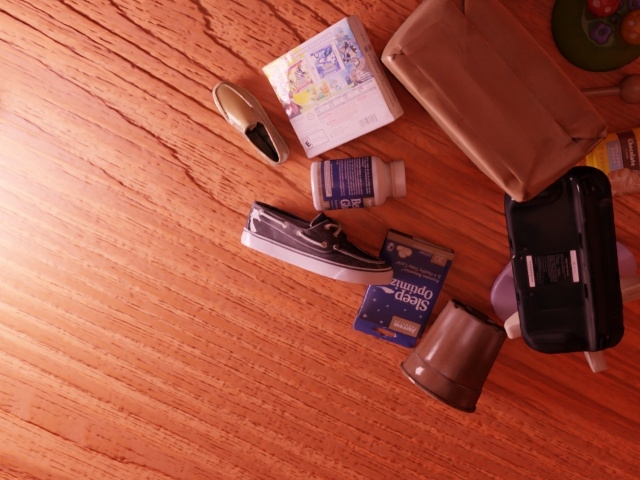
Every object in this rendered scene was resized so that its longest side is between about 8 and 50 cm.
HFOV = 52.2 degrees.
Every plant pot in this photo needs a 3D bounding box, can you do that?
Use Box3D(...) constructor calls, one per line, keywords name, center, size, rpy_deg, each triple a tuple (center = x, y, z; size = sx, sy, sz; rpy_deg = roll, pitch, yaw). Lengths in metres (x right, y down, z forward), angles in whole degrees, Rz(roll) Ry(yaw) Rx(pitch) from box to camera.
Box3D(name="plant pot", center=(0.263, 0.212, 1.250), size=(0.167, 0.167, 0.165), rpy_deg=(28, 98, -3))

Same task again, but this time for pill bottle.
Box3D(name="pill bottle", center=(0.071, -0.107, 1.208), size=(0.169, 0.094, 0.094), rpy_deg=(-5, 104, 6))

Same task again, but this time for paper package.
Box3D(name="paper package", center=(0.250, -0.244, 1.037), size=(0.168, 0.325, 0.309), rpy_deg=(-43, 98, 13))

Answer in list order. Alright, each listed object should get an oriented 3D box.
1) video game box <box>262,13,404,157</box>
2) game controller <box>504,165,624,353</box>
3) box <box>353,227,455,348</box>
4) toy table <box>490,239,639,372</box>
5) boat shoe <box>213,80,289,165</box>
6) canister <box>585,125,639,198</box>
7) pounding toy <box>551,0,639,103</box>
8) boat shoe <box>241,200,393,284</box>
Box3D(name="video game box", center=(0.019, -0.265, 1.152), size=(0.205, 0.048, 0.187), rpy_deg=(-18, 107, 39))
Box3D(name="game controller", center=(0.403, 0.040, 1.082), size=(0.166, 0.067, 0.319), rpy_deg=(-5, 104, 23))
Box3D(name="box", center=(0.160, 0.103, 1.288), size=(0.136, 0.036, 0.225), rpy_deg=(19, 107, 0))
Box3D(name="toy table", center=(0.457, 0.097, 1.197), size=(0.274, 0.161, 0.252), rpy_deg=(-33, 100, 13))
Box3D(name="boat shoe", center=(-0.128, -0.217, 1.207), size=(0.068, 0.072, 0.190), rpy_deg=(-43, 97, 14))
Box3D(name="canister", center=(0.570, -0.144, 1.168), size=(0.169, 0.073, 0.126), rpy_deg=(-11, 103, 9))
Box3D(name="pounding toy", center=(0.492, -0.349, 1.100), size=(0.182, 0.110, 0.237), rpy_deg=(1, 105, 5))
Box3D(name="boat shoe", center=(0.000, 0.000, 1.235), size=(0.301, 0.108, 0.102), rpy_deg=(19, 102, 14))
